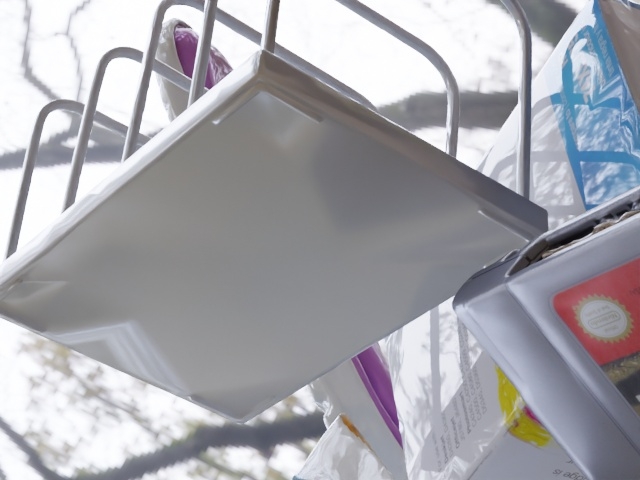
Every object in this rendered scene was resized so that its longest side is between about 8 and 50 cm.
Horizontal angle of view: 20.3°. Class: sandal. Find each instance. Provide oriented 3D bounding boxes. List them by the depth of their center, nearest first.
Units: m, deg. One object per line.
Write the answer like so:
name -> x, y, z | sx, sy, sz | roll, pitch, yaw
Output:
sandal -> 0.004, 0.002, 1.337 | 0.102, 0.416, 0.169 | -30, -15, 10

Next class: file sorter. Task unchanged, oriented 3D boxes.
file sorter -> -0.033, -0.048, 1.029 | 0.193, 0.277, 0.173 | 28, -132, -28

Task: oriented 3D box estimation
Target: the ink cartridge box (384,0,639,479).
ink cartridge box -> 0.188, 0.041, 1.029 | 0.198, 0.197, 0.270 | 17, -52, -22

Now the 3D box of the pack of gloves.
pack of gloves -> 0.017, 0.242, 1.181 | 0.046, 0.232, 0.195 | -31, -101, -31

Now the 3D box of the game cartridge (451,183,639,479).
game cartridge -> 0.198, 0.054, 0.757 | 0.196, 0.294, 0.060 | 47, -123, -7
